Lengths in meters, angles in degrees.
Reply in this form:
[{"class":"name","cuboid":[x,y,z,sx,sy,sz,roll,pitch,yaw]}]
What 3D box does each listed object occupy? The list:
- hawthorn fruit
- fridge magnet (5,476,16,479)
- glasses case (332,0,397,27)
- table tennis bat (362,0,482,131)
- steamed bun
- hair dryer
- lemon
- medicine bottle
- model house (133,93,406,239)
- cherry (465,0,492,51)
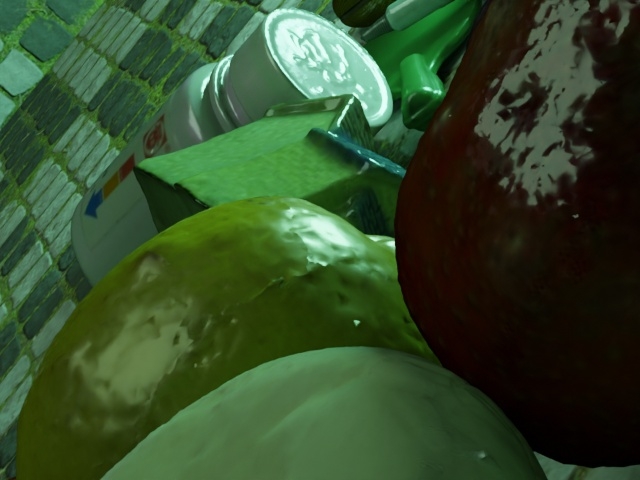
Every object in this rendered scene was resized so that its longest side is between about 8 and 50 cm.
[{"class":"hawthorn fruit","cuboid":[0.146,-0.010,0.854,0.254,0.254,0.300,-62,13,-27]},{"class":"fridge magnet","cuboid":[-0.283,0.294,1.293,0.363,0.155,0.363,-30,8,5]},{"class":"glasses case","cuboid":[0.061,-0.258,1.713,0.079,0.064,0.234,-45,6,-11]},{"class":"table tennis bat","cuboid":[0.085,-0.159,1.561,0.160,0.039,0.257,-37,20,15]},{"class":"steamed bun","cuboid":[-0.003,0.219,0.797,0.333,0.233,0.312,-25,29,37]},{"class":"hair dryer","cuboid":[0.110,-0.217,1.554,0.183,0.044,0.155,-35,20,10]},{"class":"lemon","cuboid":[-0.046,0.110,1.056,0.284,0.260,0.260,-25,20,-2]},{"class":"medicine bottle","cuboid":[-0.079,-0.060,1.518,0.293,0.170,0.170,-45,20,33]},{"class":"model house","cuboid":[0.000,0.000,1.324,0.189,0.195,0.214,-32,29,-19]},{"class":"cherry","cuboid":[0.184,-0.103,1.026,0.195,0.195,0.195,-43,21,21]}]
